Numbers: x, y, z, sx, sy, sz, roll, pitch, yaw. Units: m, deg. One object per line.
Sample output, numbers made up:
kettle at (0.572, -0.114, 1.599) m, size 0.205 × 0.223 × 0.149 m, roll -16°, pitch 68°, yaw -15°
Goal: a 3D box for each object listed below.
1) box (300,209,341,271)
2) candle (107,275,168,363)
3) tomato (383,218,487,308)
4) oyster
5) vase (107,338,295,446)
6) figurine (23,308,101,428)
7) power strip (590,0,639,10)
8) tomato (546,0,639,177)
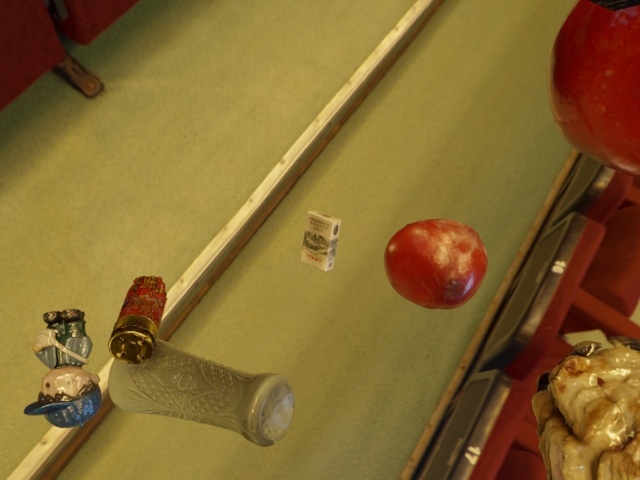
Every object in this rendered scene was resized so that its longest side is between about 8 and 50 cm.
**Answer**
box at (0.000, 0.000, 0.849) m, size 0.054 × 0.083 × 0.024 m, roll 22°, pitch 24°, yaw 33°
candle at (-0.210, 0.085, 0.642) m, size 0.051 × 0.052 × 0.131 m, roll 14°, pitch 27°, yaw -13°
tomato at (0.173, 0.046, 0.795) m, size 0.159 × 0.139 × 0.091 m, roll 16°, pitch 28°, yaw -9°
oyster at (0.233, 0.141, 0.362) m, size 0.190 × 0.081 × 0.163 m, roll 5°, pitch 62°, yaw 32°
vase at (-0.136, 0.173, 0.627) m, size 0.096 × 0.219 × 0.096 m, roll -9°, pitch 101°, yaw -57°
figurine at (-0.307, 0.156, 0.659) m, size 0.077 × 0.079 × 0.136 m, roll -8°, pitch 65°, yaw -2°
power strip at (0.249, -0.228, 0.473) m, size 0.111 × 0.037 × 0.030 m, roll -4°, pitch 98°, yaw -39°
tomato at (0.496, -0.256, 0.753) m, size 0.293 × 0.325 × 0.290 m, roll -51°, pitch 136°, yaw -24°
